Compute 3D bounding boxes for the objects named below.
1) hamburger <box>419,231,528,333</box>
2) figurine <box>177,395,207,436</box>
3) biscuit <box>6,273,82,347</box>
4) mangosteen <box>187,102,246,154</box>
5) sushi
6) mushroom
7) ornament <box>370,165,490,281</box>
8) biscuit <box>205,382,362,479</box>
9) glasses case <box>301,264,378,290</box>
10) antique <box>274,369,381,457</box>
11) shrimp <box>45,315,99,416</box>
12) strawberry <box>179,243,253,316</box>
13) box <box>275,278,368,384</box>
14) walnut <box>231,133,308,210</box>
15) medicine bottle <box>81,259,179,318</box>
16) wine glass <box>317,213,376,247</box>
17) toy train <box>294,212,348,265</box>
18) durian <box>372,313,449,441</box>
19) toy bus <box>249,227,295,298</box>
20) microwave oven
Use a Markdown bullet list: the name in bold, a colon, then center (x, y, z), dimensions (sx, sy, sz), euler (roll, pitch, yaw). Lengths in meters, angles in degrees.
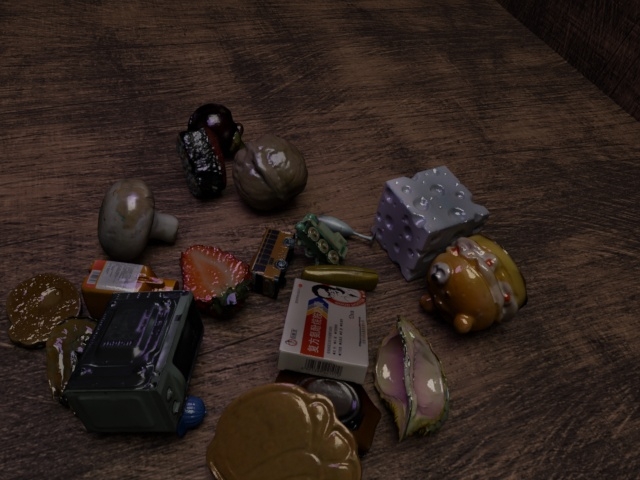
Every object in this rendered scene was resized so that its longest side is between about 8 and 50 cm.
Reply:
- **hamburger**: center (0.421, 0.137, 1.447), dimensions (0.237, 0.276, 0.276), euler (-28, 59, -16)
- **figurine**: center (-0.347, 0.401, 1.196), dimensions (0.149, 0.086, 0.087), euler (21, 24, 22)
- **biscuit**: center (-0.728, 0.184, 1.323), dimensions (0.181, 0.049, 0.208), euler (-18, 57, -24)
- **mangosteen**: center (-0.364, -0.392, 1.812), dimensions (0.231, 0.194, 0.194), euler (18, 45, -25)
- **sushi**: center (-0.398, -0.263, 1.668), dimensions (0.127, 0.136, 0.224), euler (-14, 97, -27)
- **mushroom**: center (-0.531, -0.058, 1.474), dimensions (0.244, 0.243, 0.243), euler (5, 49, -6)
- **ornament**: center (0.340, -0.057, 1.602), dimensions (0.239, 0.239, 0.239), euler (-18, 55, -23)
- **biscuit**: center (-0.074, 0.479, 1.082), dimensions (0.312, 0.057, 0.351), euler (-37, 71, 2)
- **glasses case**: center (0.058, 0.112, 1.509), dimensions (0.235, 0.079, 0.064), euler (4, 42, -7)
- **antique**: center (0.008, 0.408, 1.210), dimensions (0.278, 0.128, 0.223), euler (27, 47, 11)
- **shrimp**: center (-0.584, 0.300, 1.238), dimensions (0.173, 0.058, 0.253), euler (-8, 61, -36)
- **strawberry**: center (-0.293, 0.121, 1.416), dimensions (0.188, 0.106, 0.286), euler (-35, 48, -18)
- **box**: center (0.013, 0.226, 1.328), dimensions (0.215, 0.069, 0.353), euler (11, 23, -1)
- **walnut**: center (-0.167, -0.221, 1.660), dimensions (0.249, 0.248, 0.248), euler (5, 49, -6)
- **medicine bottle**: center (-0.500, 0.142, 1.334), dimensions (0.223, 0.149, 0.111), euler (8, 48, -4)
- **wine glass**: center (0.084, -0.034, 1.655), dimensions (0.198, 0.066, 0.066), euler (20, 49, 9)
- **toy train**: center (0.000, 0.000, 1.544), dimensions (0.194, 0.081, 0.125), euler (49, 44, -23)
- **durian**: center (0.252, 0.369, 1.284), dimensions (0.196, 0.185, 0.304), euler (14, 50, -24)
- **toy bus**: center (-0.146, 0.064, 1.501), dimensions (0.114, 0.098, 0.200), euler (13, 47, 4)
- **microwave oven**: center (-0.418, 0.268, 1.164), dimensions (0.238, 0.181, 0.295), euler (-1, 39, 4)
